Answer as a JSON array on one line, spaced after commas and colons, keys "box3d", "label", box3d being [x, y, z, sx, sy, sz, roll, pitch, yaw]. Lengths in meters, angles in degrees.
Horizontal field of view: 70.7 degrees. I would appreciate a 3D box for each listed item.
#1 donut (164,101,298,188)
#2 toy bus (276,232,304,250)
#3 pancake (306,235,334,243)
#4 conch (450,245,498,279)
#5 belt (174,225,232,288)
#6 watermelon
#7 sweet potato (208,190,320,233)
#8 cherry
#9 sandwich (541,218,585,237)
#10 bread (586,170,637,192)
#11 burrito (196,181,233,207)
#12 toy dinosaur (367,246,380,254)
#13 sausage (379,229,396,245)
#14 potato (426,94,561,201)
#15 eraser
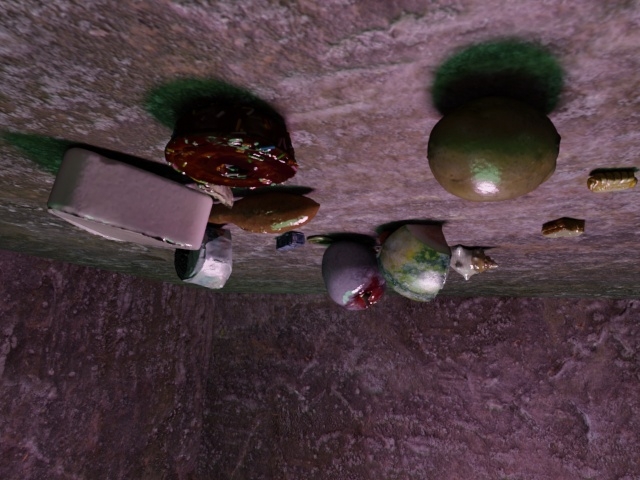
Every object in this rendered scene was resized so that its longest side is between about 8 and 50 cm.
[{"box3d": [-0.153, -0.162, 0.801, 0.234, 0.090, 0.235, 3, 166, 1], "label": "donut"}, {"box3d": [-0.112, 0.005, 1.632, 0.065, 0.047, 0.166, 5, 170, -26], "label": "toy bus"}, {"box3d": [0.000, 0.000, 1.642, 0.107, 0.017, 0.108, 0, 170, 0], "label": "pancake"}, {"box3d": [0.523, 0.077, 1.639, 0.233, 0.115, 0.137, 5, 155, 20], "label": "conch"}, {"box3d": [-0.396, 0.046, 1.530, 0.149, 0.207, 0.257, 12, -178, -35], "label": "belt"}, {"box3d": [0.293, 0.088, 1.431, 0.180, 0.224, 0.305, -36, 158, -32], "label": "watermelon"}, {"box3d": [-0.181, -0.071, 1.181, 0.384, 0.109, 0.109, -1, 167, 23], "label": "sweet potato"}, {"box3d": [0.117, 0.126, 1.605, 0.218, 0.296, 0.255, -38, 143, 1], "label": "cherry"}, {"box3d": [0.681, -0.031, 1.267, 0.093, 0.036, 0.105, 7, 168, -17], "label": "sandwich"}, {"box3d": [0.584, -0.120, 0.905, 0.087, 0.034, 0.049, -5, 151, 18], "label": "bread"}, {"box3d": [-0.245, -0.124, 1.053, 0.058, 0.063, 0.229, -5, 170, -3], "label": "burrito"}, {"box3d": [0.197, 0.038, 1.727, 0.108, 0.032, 0.220, 6, 177, -25], "label": "toy dinosaur"}, {"box3d": [0.234, -0.004, 1.463, 0.094, 0.059, 0.054, 4, -174, -17], "label": "sausage"}, {"box3d": [0.261, -0.132, 0.679, 0.235, 0.160, 0.178, -4, -147, -38], "label": "potato"}, {"box3d": [-0.461, -0.087, 1.044, 0.330, 0.150, 0.331, 11, 170, 2], "label": "eraser"}]
